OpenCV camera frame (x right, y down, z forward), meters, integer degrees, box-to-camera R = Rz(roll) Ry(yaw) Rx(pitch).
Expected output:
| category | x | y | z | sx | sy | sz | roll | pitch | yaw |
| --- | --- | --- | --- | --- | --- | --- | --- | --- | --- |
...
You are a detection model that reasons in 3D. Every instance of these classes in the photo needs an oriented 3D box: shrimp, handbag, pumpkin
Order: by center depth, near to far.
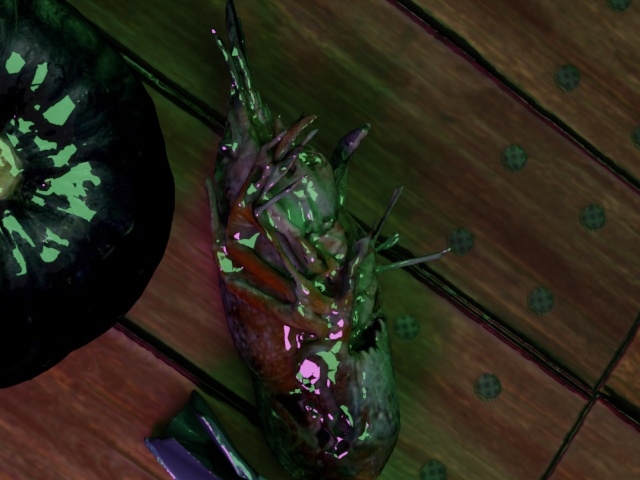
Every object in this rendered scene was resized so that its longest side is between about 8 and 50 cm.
| category | x | y | z | sx | sy | sz | roll | pitch | yaw |
| --- | --- | --- | --- | --- | --- | --- | --- | --- | --- |
| pumpkin | -0.263 | -0.036 | 1.043 | 0.315 | 0.238 | 0.315 | -3 | 96 | -31 |
| handbag | -0.032 | 0.209 | 1.127 | 0.057 | 0.144 | 0.221 | -42 | 97 | -12 |
| shrimp | 0.000 | 0.002 | 1.169 | 0.172 | 0.137 | 0.372 | -9 | 97 | -51 |
